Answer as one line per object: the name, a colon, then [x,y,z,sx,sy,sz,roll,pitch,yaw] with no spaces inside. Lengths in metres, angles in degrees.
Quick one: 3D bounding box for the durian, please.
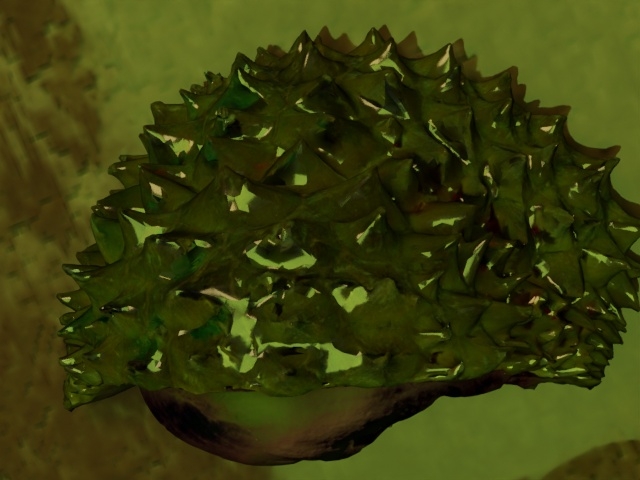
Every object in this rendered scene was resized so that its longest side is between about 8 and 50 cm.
durian: [-0.001,0.002,0.493,0.187,0.108,0.119,-2,99,11]
